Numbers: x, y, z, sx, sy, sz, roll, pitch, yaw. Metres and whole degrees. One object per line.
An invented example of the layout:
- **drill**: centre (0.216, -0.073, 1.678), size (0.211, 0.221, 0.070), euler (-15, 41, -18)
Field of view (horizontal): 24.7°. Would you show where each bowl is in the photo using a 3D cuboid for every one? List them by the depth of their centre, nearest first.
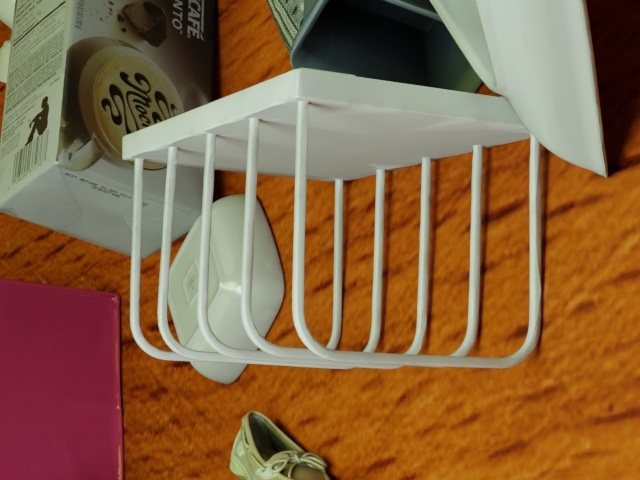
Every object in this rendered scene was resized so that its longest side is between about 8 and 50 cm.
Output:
- **bowl**: centre (-0.092, 0.040, 1.304), size (0.142, 0.053, 0.142), euler (-57, 37, 35)

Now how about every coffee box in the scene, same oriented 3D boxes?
- **coffee box**: centre (-0.200, -0.154, 1.395), size (0.119, 0.168, 0.297), euler (-28, 51, 42)

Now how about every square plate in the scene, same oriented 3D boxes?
- **square plate**: centre (0.054, -0.240, 0.847), size (0.347, 0.049, 0.344), euler (63, 179, 35)

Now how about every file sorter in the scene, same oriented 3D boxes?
- **file sorter**: centre (0.000, 0.000, 1.005), size (0.277, 0.192, 0.173), euler (-9, 78, 60)

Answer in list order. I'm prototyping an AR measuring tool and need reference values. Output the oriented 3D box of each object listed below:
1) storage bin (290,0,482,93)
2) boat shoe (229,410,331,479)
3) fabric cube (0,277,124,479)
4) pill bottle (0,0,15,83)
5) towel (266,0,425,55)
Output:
- **storage bin**: centre (0.046, -0.153, 1.035), size (0.098, 0.135, 0.091), euler (-56, 26, 38)
- **boat shoe**: centre (-0.031, 0.174, 1.153), size (0.153, 0.056, 0.048), euler (-161, 76, -69)
- **fabric cube**: centre (-0.375, 0.203, 1.569), size (0.258, 0.254, 0.259), euler (-36, 51, 51)
- **pill bottle**: centre (-0.266, -0.310, 1.600), size (0.169, 0.169, 0.302), euler (25, 105, 61)
- **towel**: centre (0.032, -0.297, 1.170), size (0.324, 0.056, 0.312), euler (-59, 35, 34)
